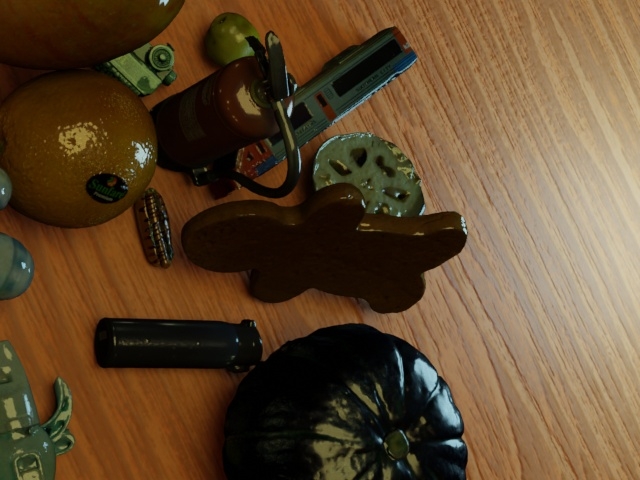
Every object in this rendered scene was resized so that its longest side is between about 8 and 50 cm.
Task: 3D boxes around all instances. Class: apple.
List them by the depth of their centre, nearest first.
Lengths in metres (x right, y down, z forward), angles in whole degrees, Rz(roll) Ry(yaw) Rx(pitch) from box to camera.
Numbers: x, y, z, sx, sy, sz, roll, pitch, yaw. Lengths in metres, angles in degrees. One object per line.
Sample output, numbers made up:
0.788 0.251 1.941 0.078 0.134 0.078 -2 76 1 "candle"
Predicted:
-0.350 -0.407 1.737 0.401 0.333 0.400 0 107 1 "apple"

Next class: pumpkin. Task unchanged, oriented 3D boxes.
0.035 0.299 1.950 0.364 0.266 0.363 6 76 -27 "pumpkin"

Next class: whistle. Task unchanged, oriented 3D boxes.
-0.411 0.270 1.800 0.186 0.093 0.273 -11 85 -30 "whistle"

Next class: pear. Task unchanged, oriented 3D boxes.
-0.133 -0.297 2.042 0.092 0.092 0.097 -54 126 -24 "pear"

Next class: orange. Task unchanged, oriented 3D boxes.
-0.334 -0.124 1.825 0.236 0.236 0.236 5 81 -29 "orange"

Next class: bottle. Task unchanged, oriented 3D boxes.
-0.201 0.152 1.944 0.245 0.072 0.082 2 86 -30 "bottle"

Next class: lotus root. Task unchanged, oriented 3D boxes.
0.061 -0.073 2.127 0.204 0.078 0.183 -8 76 -34 "lotus root"

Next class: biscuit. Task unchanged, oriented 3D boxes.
0.000 -0.001 1.976 0.432 0.283 0.064 8 53 -26 "biscuit"

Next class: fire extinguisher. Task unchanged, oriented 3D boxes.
-0.109 -0.155 1.863 0.113 0.376 0.200 -42 101 -27 "fire extinguisher"

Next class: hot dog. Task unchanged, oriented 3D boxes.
-0.240 -0.017 1.967 0.049 0.037 0.122 -14 88 -27 "hot dog"

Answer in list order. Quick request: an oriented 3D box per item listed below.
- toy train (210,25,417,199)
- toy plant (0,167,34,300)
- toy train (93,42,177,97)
-0.021 -0.203 2.091 0.409 0.086 0.089 -37 101 -28 "toy train"
-0.515 -0.005 1.704 0.332 0.247 0.247 19 74 -32 "toy plant"
-0.288 -0.277 1.961 0.172 0.070 0.099 44 74 -17 "toy train"
